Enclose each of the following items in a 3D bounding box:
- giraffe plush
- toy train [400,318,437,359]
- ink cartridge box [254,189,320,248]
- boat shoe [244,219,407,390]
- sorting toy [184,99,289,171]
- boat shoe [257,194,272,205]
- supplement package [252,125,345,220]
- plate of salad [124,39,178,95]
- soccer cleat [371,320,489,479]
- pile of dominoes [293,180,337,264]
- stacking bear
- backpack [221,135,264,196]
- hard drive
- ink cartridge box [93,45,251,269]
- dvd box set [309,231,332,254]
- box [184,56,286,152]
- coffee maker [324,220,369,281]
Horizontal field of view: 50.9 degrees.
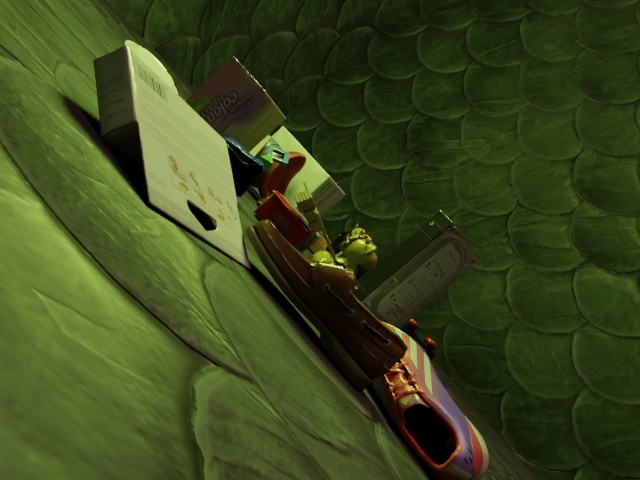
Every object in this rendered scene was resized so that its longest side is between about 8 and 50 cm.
[{"bbox_3d":[0.080,0.054,1.855,0.181,0.170,0.210,50,4,29],"label":"giraffe plush"},{"bbox_3d":[0.210,0.253,1.927,0.248,0.105,0.143,47,-7,-18],"label":"toy train"},{"bbox_3d":[-0.081,-0.040,1.637,0.134,0.078,0.231,49,3,7],"label":"ink cartridge box"},{"bbox_3d":[0.010,0.078,1.036,0.307,0.104,0.111,52,3,0],"label":"boat shoe"},{"bbox_3d":[-0.239,-0.298,1.820,0.347,0.047,0.196,29,33,1],"label":"sorting toy"},{"bbox_3d":[-0.133,-0.103,1.880,0.064,0.060,0.178,48,3,-3],"label":"boat shoe"},{"bbox_3d":[-0.093,-0.184,2.120,0.262,0.204,0.145,50,4,30],"label":"supplement package"},{"bbox_3d":[-0.474,-0.470,1.868,0.200,0.048,0.200,48,13,-16],"label":"plate of salad"},{"bbox_3d":[0.137,0.235,1.052,0.116,0.108,0.318,37,13,-53],"label":"soccer cleat"},{"bbox_3d":[0.000,0.000,1.582,0.196,0.040,0.251,-111,179,-66],"label":"pile of dominoes"},{"bbox_3d":[-0.215,-0.265,1.983,0.289,0.175,0.164,40,12,19],"label":"stacking bear"},{"bbox_3d":[-0.200,-0.170,1.489,0.120,0.098,0.101,37,8,-17],"label":"backpack"},{"bbox_3d":[0.220,0.100,1.672,0.064,0.339,0.237,53,5,37],"label":"hard drive"},{"bbox_3d":[-0.199,-0.095,0.937,0.275,0.060,0.239,43,30,-62],"label":"ink cartridge box"},{"bbox_3d":[0.094,0.119,2.263,0.420,0.062,0.307,48,3,10],"label":"dvd box set"},{"bbox_3d":[-0.218,-0.290,1.608,0.117,0.213,0.243,49,4,8],"label":"box"},{"bbox_3d":[0.107,0.069,2.029,0.178,0.171,0.120,46,14,-13],"label":"coffee maker"}]
